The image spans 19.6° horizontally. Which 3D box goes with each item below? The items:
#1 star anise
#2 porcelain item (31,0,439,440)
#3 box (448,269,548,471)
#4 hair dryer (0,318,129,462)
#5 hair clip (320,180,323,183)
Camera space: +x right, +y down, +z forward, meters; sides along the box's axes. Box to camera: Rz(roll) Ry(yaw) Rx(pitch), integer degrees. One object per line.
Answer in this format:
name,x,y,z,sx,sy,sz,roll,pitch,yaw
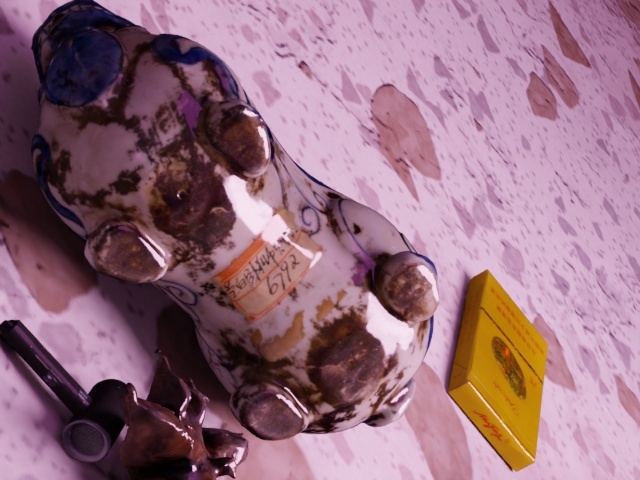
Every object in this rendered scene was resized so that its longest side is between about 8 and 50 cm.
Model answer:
star anise,-0.067,0.116,0.964,0.129,0.056,0.124,-20,98,-73
porcelain item,-0.057,-0.011,1.051,0.288,0.138,0.186,44,2,-31
box,0.136,0.096,1.399,0.087,0.023,0.155,53,26,-20
hair dryer,-0.132,0.070,0.941,0.083,0.026,0.047,46,26,-11
hair clip,0.001,0.000,1.255,0.054,0.022,0.137,57,25,-13
